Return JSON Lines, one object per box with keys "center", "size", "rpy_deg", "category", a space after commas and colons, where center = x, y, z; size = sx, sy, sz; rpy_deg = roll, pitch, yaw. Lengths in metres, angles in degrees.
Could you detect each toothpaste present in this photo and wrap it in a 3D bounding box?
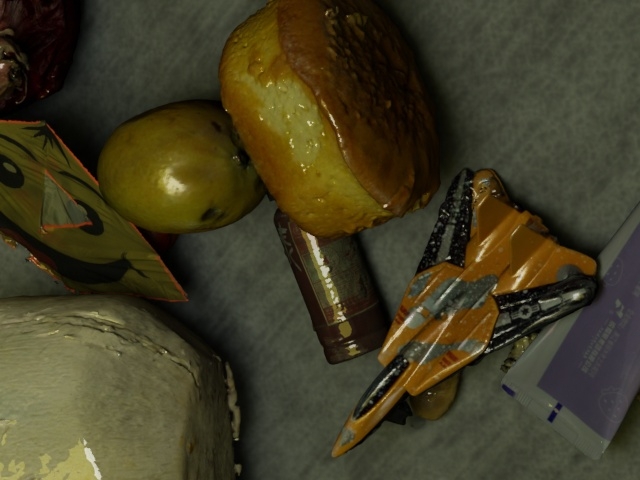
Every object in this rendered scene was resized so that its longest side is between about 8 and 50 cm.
{"center": [0.311, 0.033, 1.721], "size": [0.125, 0.080, 0.371], "rpy_deg": [37, 109, 19], "category": "toothpaste"}

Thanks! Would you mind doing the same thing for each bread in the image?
{"center": [0.018, -0.128, 1.724], "size": [0.146, 0.268, 0.268], "rpy_deg": [-26, 92, 27], "category": "bread"}

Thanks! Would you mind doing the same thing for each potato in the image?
{"center": [0.118, 0.146, 1.857], "size": [0.051, 0.040, 0.083], "rpy_deg": [19, 106, 27], "category": "potato"}

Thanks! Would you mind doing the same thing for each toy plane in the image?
{"center": [0.122, 0.098, 1.784], "size": [0.204, 0.103, 0.316], "rpy_deg": [45, 108, 34], "category": "toy plane"}

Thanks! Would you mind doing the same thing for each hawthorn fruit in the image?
{"center": [-0.187, -0.024, 1.918], "size": [0.093, 0.093, 0.093], "rpy_deg": [5, 105, 20], "category": "hawthorn fruit"}

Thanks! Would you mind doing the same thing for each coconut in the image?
{"center": [-0.273, 0.224, 1.873], "size": [0.360, 0.346, 0.346], "rpy_deg": [-2, 102, 16], "category": "coconut"}

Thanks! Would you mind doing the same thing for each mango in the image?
{"center": [-0.137, -0.078, 1.795], "size": [0.167, 0.262, 0.130], "rpy_deg": [-9, 100, 1], "category": "mango"}

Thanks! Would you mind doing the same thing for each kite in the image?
{"center": [-0.295, -0.043, 1.877], "size": [0.377, 0.013, 0.327], "rpy_deg": [32, 153, 5], "category": "kite"}

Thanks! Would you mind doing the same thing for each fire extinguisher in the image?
{"center": [0.005, -0.002, 1.837], "size": [0.106, 0.075, 0.252], "rpy_deg": [-10, 101, 64], "category": "fire extinguisher"}

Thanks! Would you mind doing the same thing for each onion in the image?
{"center": [-0.351, -0.257, 1.850], "size": [0.221, 0.281, 0.281], "rpy_deg": [12, 110, -16], "category": "onion"}

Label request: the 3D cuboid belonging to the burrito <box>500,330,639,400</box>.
{"center": [0.267, 0.125, 1.795], "size": [0.171, 0.042, 0.051], "rpy_deg": [11, 102, 21], "category": "burrito"}
